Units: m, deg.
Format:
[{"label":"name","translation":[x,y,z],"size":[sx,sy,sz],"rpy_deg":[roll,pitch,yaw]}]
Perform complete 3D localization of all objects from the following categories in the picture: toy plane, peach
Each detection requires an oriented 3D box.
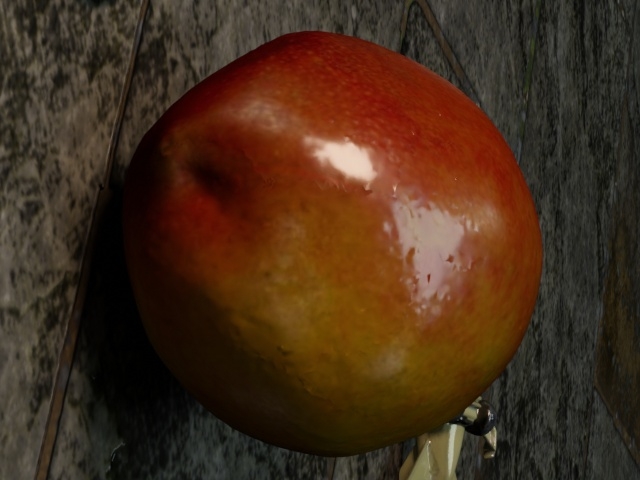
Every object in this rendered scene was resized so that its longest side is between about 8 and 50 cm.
[{"label":"toy plane","translation":[0.126,0.144,1.980],"size":[0.229,0.092,0.244],"rpy_deg":[25,70,-53]},{"label":"peach","translation":[0.000,0.000,1.376],"size":[0.332,0.307,0.308],"rpy_deg":[31,61,-51]}]
